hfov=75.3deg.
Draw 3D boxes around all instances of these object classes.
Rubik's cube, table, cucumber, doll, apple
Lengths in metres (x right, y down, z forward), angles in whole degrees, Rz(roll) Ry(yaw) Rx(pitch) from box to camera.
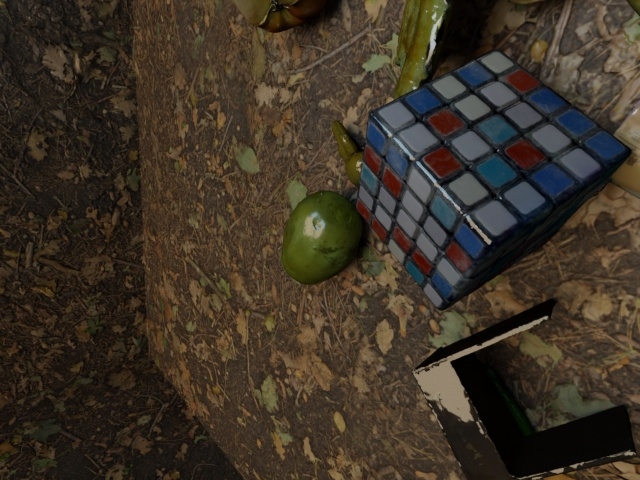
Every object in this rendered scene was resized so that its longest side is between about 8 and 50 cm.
[{"bbox_3d":[0.262,-0.098,0.733,0.293,0.287,0.292,54,164,22],"label":"Rubik's cube"},{"bbox_3d":[0.381,0.292,0.806,0.282,0.196,0.250,-36,72,29],"label":"table"},{"bbox_3d":[0.406,0.359,0.935,0.250,0.056,0.056,56,135,18],"label":"cucumber"},{"bbox_3d":[0.095,-0.235,1.104,0.137,0.097,0.209,77,171,-68],"label":"doll"},{"bbox_3d":[-0.114,-0.738,1.053,0.329,0.295,0.364,-137,35,-81],"label":"apple"}]

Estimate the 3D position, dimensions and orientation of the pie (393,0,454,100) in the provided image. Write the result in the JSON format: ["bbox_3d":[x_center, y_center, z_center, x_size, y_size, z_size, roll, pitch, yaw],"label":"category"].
[{"bbox_3d":[0.197,-0.415,0.781,0.078,0.371,0.296,10,140,4],"label":"pie"}]

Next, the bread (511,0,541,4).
[{"bbox_3d":[0.356,-0.502,0.676,0.197,0.171,0.197,-1,89,53],"label":"bread"}]

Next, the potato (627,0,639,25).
[{"bbox_3d":[0.501,-0.396,0.615,0.188,0.085,0.105,62,159,21],"label":"potato"}]

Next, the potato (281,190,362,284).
[{"bbox_3d":[-0.002,0.001,1.178,0.216,0.216,0.304,47,126,29],"label":"potato"}]

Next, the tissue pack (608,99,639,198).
[{"bbox_3d":[0.566,-0.127,0.584,0.256,0.123,0.215,46,132,31],"label":"tissue pack"}]
